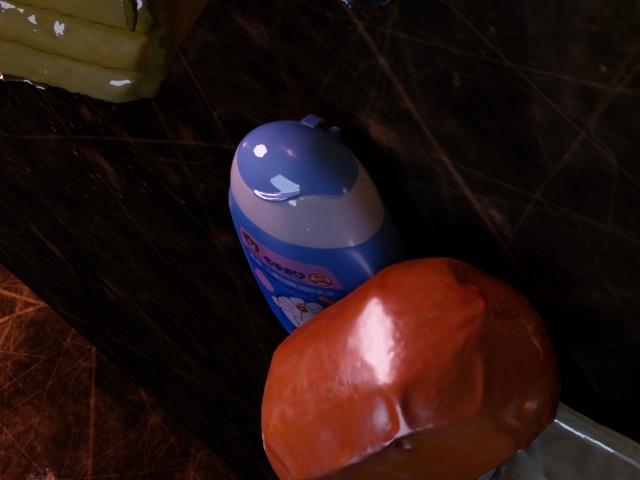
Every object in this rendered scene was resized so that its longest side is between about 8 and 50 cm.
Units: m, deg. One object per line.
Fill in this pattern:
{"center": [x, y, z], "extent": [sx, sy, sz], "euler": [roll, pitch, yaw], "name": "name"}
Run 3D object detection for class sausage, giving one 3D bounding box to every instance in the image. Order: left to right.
{"center": [0.054, 0.113, 0.882], "extent": [0.153, 0.141, 0.268], "euler": [21, 147, -29], "name": "sausage"}

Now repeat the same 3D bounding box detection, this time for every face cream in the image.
{"center": [0.000, 0.000, 0.934], "extent": [0.149, 0.083, 0.264], "euler": [20, 153, 21], "name": "face cream"}

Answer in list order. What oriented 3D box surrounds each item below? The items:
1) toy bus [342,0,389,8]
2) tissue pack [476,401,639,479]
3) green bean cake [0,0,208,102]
{"center": [0.041, -0.168, 0.503], "extent": [0.092, 0.079, 0.160], "euler": [47, 162, -12], "name": "toy bus"}
{"center": [0.265, 0.349, 0.984], "extent": [0.332, 0.205, 0.405], "euler": [29, 158, 23], "name": "tissue pack"}
{"center": [-0.091, -0.187, 0.491], "extent": [0.131, 0.224, 0.229], "euler": [16, 163, -5], "name": "green bean cake"}
